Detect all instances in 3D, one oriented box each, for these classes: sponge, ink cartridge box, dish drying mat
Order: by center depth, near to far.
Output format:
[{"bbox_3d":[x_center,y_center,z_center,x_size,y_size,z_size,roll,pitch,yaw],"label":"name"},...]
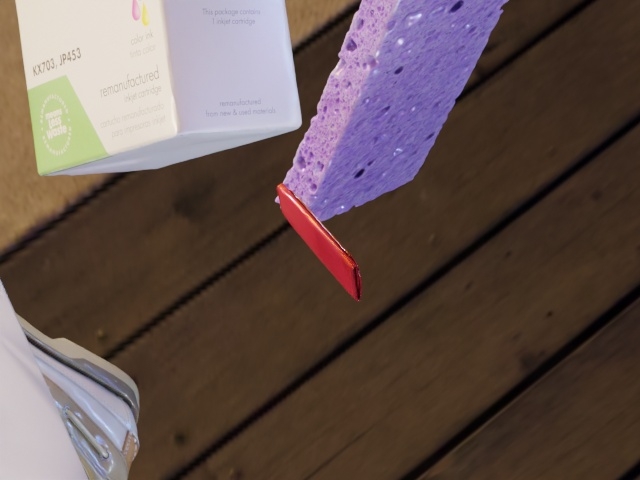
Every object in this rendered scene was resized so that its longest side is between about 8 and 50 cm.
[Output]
[{"bbox_3d":[0.000,0.000,0.987,0.008,0.032,0.083,-28,50,-18],"label":"dish drying mat"},{"bbox_3d":[0.050,-0.102,1.039,0.117,0.210,0.031,-24,62,-40],"label":"sponge"},{"bbox_3d":[-0.140,-0.238,1.253,0.119,0.207,0.353,-6,87,-39],"label":"ink cartridge box"}]

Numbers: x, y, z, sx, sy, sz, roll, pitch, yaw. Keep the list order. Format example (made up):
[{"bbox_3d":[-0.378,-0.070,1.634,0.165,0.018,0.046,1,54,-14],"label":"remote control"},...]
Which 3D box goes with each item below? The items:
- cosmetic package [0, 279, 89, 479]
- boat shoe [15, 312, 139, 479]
[{"bbox_3d":[-0.231,0.144,0.763,0.284,0.097,0.377,-56,41,20],"label":"cosmetic package"},{"bbox_3d":[-0.260,0.106,1.206,0.302,0.113,0.103,25,37,-28],"label":"boat shoe"}]
